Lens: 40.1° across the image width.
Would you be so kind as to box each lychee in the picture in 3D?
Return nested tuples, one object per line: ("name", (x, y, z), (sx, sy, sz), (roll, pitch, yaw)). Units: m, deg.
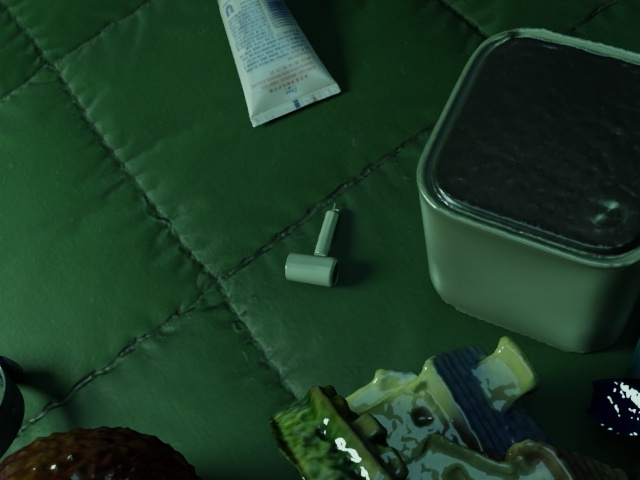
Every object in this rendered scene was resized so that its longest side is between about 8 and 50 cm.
("lychee", (-0.231, 0.308, 0.877), (0.261, 0.260, 0.260), (-4, 62, 8))

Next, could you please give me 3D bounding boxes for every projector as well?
("projector", (0.258, -0.049, 0.975), (0.248, 0.249, 0.248), (20, 69, 19))

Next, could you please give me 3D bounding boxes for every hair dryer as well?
("hair dryer", (0.000, 0.000, 1.117), (0.063, 0.038, 0.124), (8, 58, 14))

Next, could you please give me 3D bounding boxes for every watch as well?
("watch", (-0.459, 0.220, 1.038), (0.206, 0.068, 0.193), (0, 44, 17))

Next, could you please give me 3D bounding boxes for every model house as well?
("model house", (0.136, 0.238, 0.840), (0.266, 0.261, 0.321), (-30, 67, -9))

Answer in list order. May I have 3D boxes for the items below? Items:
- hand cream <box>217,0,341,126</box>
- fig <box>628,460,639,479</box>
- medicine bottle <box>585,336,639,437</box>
("hand cream", (-0.075, -0.289, 1.266), (0.133, 0.083, 0.248), (-21, 72, -1))
("fig", (0.348, 0.316, 0.833), (0.203, 0.203, 0.235), (48, 118, 27))
("medicine bottle", (0.379, 0.097, 0.926), (0.079, 0.124, 0.258), (14, 76, 54))
